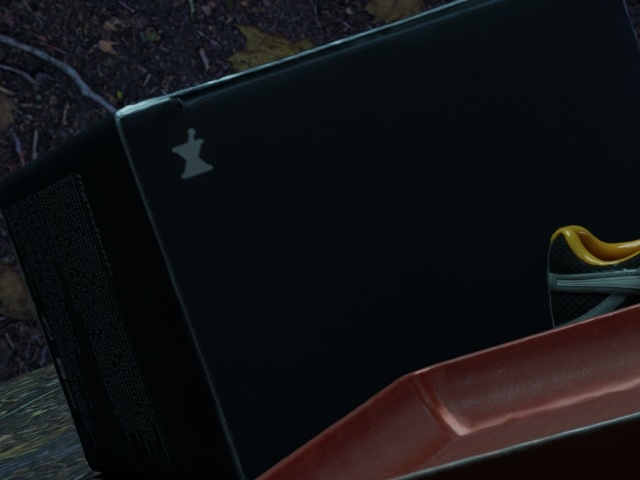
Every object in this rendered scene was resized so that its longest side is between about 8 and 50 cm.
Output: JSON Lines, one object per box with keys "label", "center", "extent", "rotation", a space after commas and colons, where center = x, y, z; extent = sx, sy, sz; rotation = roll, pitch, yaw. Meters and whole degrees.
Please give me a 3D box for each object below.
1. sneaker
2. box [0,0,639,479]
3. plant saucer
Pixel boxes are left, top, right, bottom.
{"label": "sneaker", "center": [0.201, 0.011, 0.907], "extent": [0.215, 0.083, 0.084], "rotation": [-17, 1, 17]}
{"label": "box", "center": [0.000, 0.000, 1.187], "extent": [0.293, 0.212, 0.395], "rotation": [-20, 2, -18]}
{"label": "plant saucer", "center": [0.113, 0.067, 0.757], "extent": [0.259, 0.048, 0.258], "rotation": [-19, 2, 23]}
